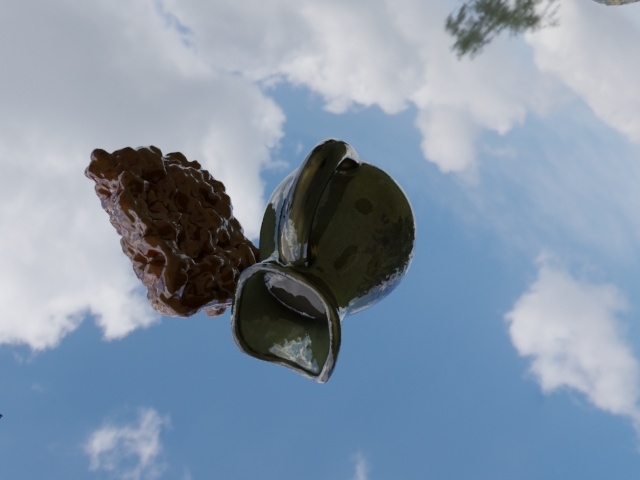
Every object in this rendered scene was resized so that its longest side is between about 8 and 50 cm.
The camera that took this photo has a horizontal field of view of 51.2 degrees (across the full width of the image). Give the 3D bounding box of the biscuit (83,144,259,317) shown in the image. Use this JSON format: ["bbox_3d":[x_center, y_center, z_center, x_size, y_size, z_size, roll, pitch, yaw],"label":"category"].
[{"bbox_3d":[-0.229,-0.020,1.149,0.312,0.110,0.318,60,-155,10],"label":"biscuit"}]

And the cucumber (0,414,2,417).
[{"bbox_3d":[-0.743,0.237,1.278,0.325,0.145,0.105,64,-178,11],"label":"cucumber"}]

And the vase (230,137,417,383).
[{"bbox_3d":[0.000,0.000,0.973,0.241,0.329,0.302,19,-129,20],"label":"vase"}]

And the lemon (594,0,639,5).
[{"bbox_3d":[0.317,-0.345,0.676,0.231,0.192,0.192,44,-144,-22],"label":"lemon"}]
